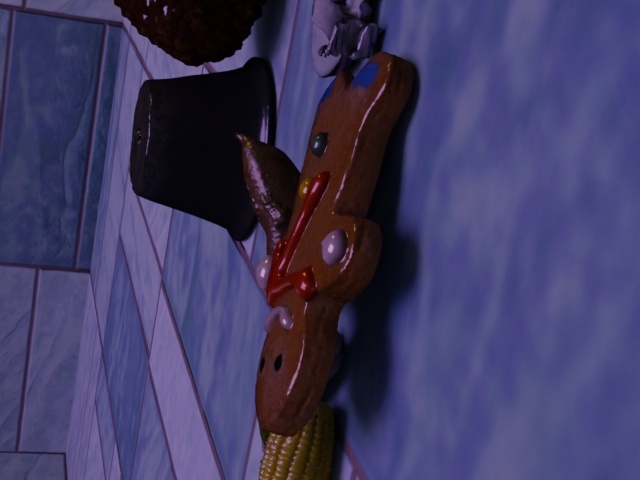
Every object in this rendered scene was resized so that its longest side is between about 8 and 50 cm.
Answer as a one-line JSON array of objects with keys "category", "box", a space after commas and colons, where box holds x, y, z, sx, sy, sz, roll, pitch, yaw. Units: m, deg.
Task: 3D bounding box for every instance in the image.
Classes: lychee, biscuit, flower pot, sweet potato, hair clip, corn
[{"category": "lychee", "box": [-0.159, -0.348, 1.249, 0.236, 0.236, 0.271, -171, 72, -72]}, {"category": "biscuit", "box": [-0.003, -0.001, 0.853, 0.205, 0.049, 0.324, 172, 113, -71]}, {"category": "flower pot", "box": [-0.157, -0.121, 1.289, 0.235, 0.148, 0.235, -175, 90, -71]}, {"category": "sweet potato", "box": [-0.028, -0.007, 1.013, 0.068, 0.068, 0.226, 152, 104, -69]}, {"category": "hair clip", "box": [0.012, -0.207, 0.958, 0.172, 0.049, 0.116, -114, 39, -61]}, {"category": "corn", "box": [-0.028, 0.237, 0.915, 0.072, 0.072, 0.203, -147, 65, -70]}]

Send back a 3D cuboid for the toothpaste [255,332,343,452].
[{"category": "toothpaste", "box": [-0.028, 0.136, 0.983, 0.248, 0.047, 0.078, 125, 141, -60]}]
